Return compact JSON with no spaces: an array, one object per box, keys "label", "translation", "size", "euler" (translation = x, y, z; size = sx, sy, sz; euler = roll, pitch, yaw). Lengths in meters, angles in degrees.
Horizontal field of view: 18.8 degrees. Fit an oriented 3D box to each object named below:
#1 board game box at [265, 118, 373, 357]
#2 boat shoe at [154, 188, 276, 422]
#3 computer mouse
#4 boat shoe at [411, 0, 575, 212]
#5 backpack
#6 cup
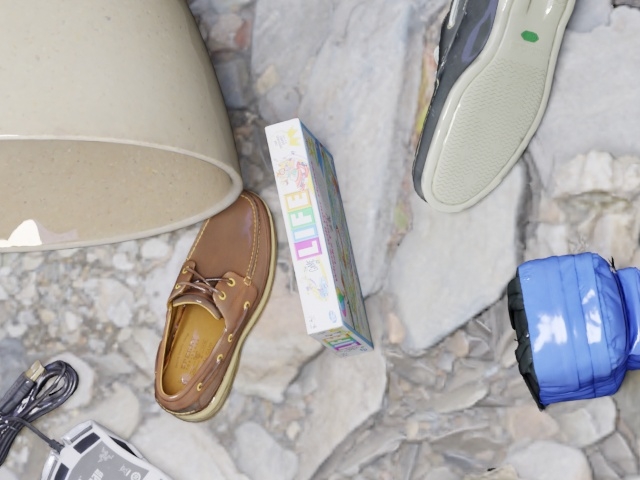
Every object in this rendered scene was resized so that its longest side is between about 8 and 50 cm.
[{"label":"board game box","translation":[0.000,0.000,1.385],"size":[0.026,0.103,0.154],"euler":[-15,74,10]},{"label":"boat shoe","translation":[-0.079,0.045,1.417],"size":[0.064,0.060,0.178],"euler":[14,81,16]},{"label":"computer mouse","translation":[-0.168,0.174,1.421],"size":[0.193,0.042,0.106],"euler":[36,83,24]},{"label":"boat shoe","translation":[0.121,-0.132,1.412],"size":[0.079,0.084,0.233],"euler":[20,89,55]},{"label":"backpack","translation":[0.178,0.053,1.320],"size":[0.101,0.120,0.098],"euler":[-16,73,10]},{"label":"cup","translation":[-0.226,-0.138,1.350],"size":[0.331,0.331,0.236],"euler":[-7,77,12]}]
